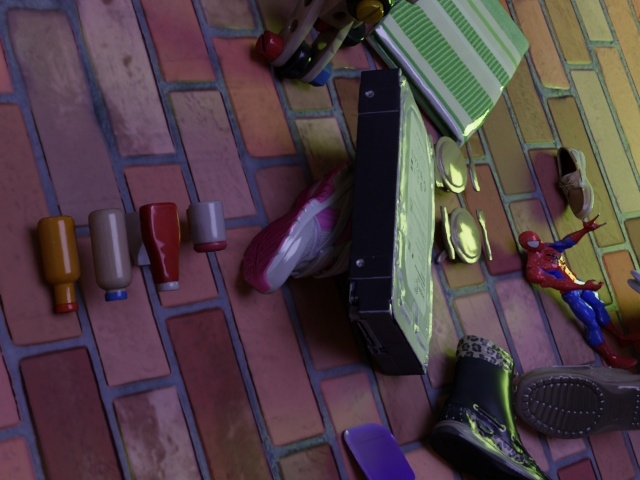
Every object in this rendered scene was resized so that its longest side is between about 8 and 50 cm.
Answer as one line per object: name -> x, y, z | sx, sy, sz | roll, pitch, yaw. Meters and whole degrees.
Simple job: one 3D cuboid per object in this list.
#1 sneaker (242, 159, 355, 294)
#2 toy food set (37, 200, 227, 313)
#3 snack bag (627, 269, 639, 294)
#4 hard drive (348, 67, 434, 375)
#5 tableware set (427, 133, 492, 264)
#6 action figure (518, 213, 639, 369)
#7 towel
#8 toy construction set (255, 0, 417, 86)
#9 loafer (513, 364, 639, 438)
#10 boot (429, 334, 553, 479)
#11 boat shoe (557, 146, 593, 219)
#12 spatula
sneaker -> 0.000, 0.000, 1.541 | 0.111, 0.103, 0.252 | 52, 46, -9
toy food set -> -0.190, 0.016, 1.360 | 0.232, 0.111, 0.104 | -5, 87, -44
snack bag -> 0.666, 0.173, 1.921 | 0.342, 0.037, 0.323 | 42, 12, 33
hard drive -> 0.098, -0.020, 1.572 | 0.237, 0.064, 0.338 | 59, 32, -60
tableware set -> 0.191, -0.056, 1.789 | 0.128, 0.039, 0.194 | 3, 74, -54
action figure -> 0.424, 0.072, 1.876 | 0.280, 0.139, 0.091 | 43, 47, -16
towel -> 0.208, -0.319, 1.928 | 0.248, 0.038, 0.325 | 49, 44, -16
toy construction set -> 0.001, -0.389, 1.626 | 0.309, 0.237, 0.257 | 43, 48, -19
loafer -> 0.389, 0.234, 1.798 | 0.269, 0.092, 0.101 | 8, 100, -25
boot -> 0.257, 0.254, 1.670 | 0.236, 0.085, 0.178 | 37, 48, -23
boat shoe -> 0.415, -0.096, 2.006 | 0.045, 0.050, 0.135 | 20, 48, -31
spatula -> 0.107, 0.369, 1.517 | 0.084, 0.030, 0.296 | -8, 76, -46
